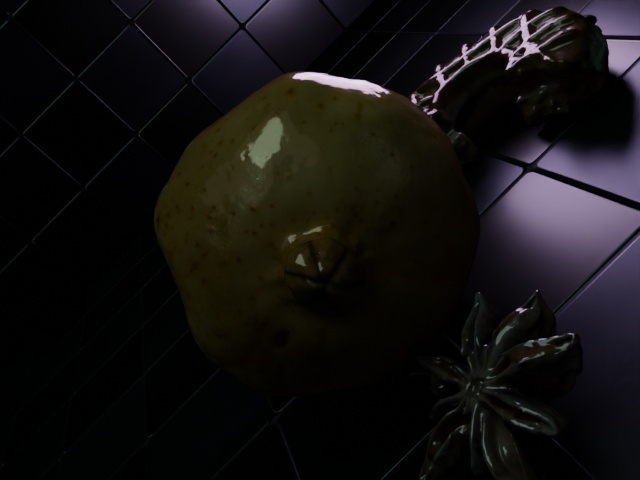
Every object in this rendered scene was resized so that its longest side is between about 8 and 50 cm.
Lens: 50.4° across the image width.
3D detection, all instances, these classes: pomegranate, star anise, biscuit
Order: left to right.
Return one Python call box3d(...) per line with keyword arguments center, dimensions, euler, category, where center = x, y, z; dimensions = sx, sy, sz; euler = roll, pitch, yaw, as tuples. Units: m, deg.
box3d(center=(0.000, 0.000, 0.773), dimensions=(0.410, 0.410, 0.410), euler=(-37, 24, 20), category="pomegranate")
box3d(center=(0.263, -0.231, 1.061), dimensions=(0.366, 0.115, 0.268), euler=(-29, 28, 31), category="biscuit")
box3d(center=(0.160, 0.144, 0.640), dimensions=(0.209, 0.089, 0.231), euler=(-54, 20, 11), category="star anise")
